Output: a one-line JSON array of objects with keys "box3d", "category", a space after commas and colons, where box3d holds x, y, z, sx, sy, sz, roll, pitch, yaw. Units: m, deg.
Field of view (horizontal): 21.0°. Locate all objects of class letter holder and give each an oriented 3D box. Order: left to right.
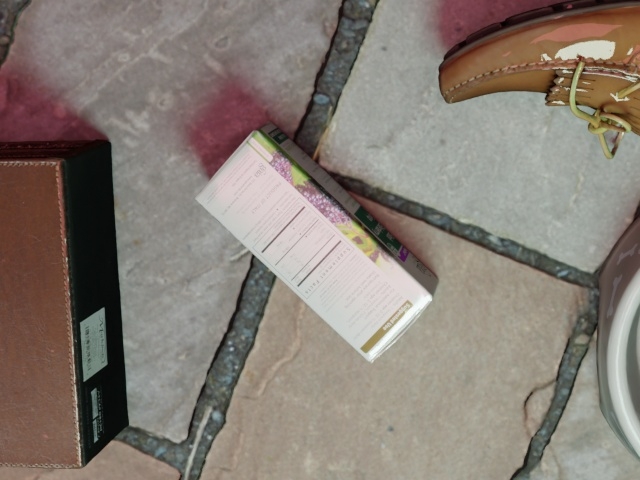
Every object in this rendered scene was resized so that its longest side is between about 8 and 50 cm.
[{"box3d": [-0.322, 0.059, 1.711, 0.214, 0.152, 0.302, 0, 100, 11], "category": "letter holder"}]

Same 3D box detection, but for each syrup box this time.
[{"box3d": [0.000, 0.000, 1.678, 0.237, 0.093, 0.096, 42, 103, 0], "category": "syrup box"}]

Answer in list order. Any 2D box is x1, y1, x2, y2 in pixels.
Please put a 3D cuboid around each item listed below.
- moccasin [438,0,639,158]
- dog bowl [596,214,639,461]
[{"box3d": [0.300, -0.151, 1.592, 0.380, 0.139, 0.147, -3, 91, 0], "category": "moccasin"}, {"box3d": [0.425, 0.106, 1.628, 0.348, 0.102, 0.349, 1, 100, 8], "category": "dog bowl"}]
